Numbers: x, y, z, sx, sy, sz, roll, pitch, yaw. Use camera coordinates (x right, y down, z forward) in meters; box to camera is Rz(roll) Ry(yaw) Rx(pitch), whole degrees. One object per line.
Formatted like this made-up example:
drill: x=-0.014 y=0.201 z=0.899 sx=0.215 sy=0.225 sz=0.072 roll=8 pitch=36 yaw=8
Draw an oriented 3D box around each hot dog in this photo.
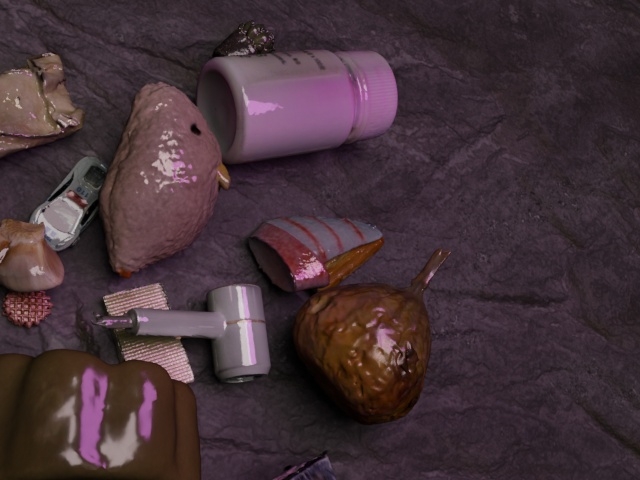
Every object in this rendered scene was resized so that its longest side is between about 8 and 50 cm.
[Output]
hot dog: x=0.051 y=0.044 z=1.753 sx=0.066 sy=0.047 sz=0.215 roll=43 pitch=56 yaw=10

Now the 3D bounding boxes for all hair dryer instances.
hair dryer: x=-0.248 y=0.162 z=1.471 sx=0.357 sy=0.107 sz=0.173 roll=8 pitch=64 yaw=-41

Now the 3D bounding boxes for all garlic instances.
garlic: x=-0.523 y=0.036 z=1.411 sx=0.174 sy=0.099 sz=0.124 roll=5 pitch=39 yaw=1

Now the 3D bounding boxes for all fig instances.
fig: x=0.136 y=0.158 z=1.570 sx=0.368 sy=0.286 sz=0.286 roll=-45 pitch=95 yaw=-6

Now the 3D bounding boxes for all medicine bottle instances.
medicine bottle: x=-0.046 y=-0.289 z=1.728 sx=0.388 sy=0.219 sz=0.219 roll=-14 pitch=78 yaw=-31

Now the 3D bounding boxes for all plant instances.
plant: x=-0.166 y=-0.414 z=1.796 sx=0.092 sy=0.094 sz=0.143 roll=44 pitch=67 yaw=11

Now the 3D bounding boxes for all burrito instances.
burrito: x=-0.589 y=-0.215 z=1.477 sx=0.347 sy=0.107 sz=0.175 roll=-35 pitch=83 yaw=-33

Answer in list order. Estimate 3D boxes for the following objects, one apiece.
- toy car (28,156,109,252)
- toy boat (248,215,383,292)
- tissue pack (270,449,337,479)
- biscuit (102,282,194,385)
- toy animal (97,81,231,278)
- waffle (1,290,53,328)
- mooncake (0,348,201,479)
toy car: x=-0.452 y=-0.067 z=1.520 sx=0.095 sy=0.056 sz=0.205 roll=39 pitch=56 yaw=-10
toy boat: x=0.000 y=0.000 z=1.706 sx=0.282 sy=0.096 sz=0.206 roll=-23 pitch=52 yaw=-34
tissue pack: x=-0.003 y=0.572 z=1.418 sx=0.362 sy=0.122 sz=0.259 roll=67 pitch=20 yaw=10
biscuit: x=-0.314 y=0.182 z=1.505 sx=0.121 sy=0.040 sz=0.200 roll=-13 pitch=75 yaw=-31
toy animal: x=-0.286 y=-0.095 z=1.528 sx=0.226 sy=0.188 sz=0.359 roll=29 pitch=79 yaw=-48
waffle: x=-0.508 y=0.113 z=1.435 sx=0.083 sy=0.029 sz=0.075 roll=40 pitch=58 yaw=-12
mooncake: x=-0.365 y=0.291 z=1.244 sx=0.378 sy=0.378 sz=0.201 roll=9 pitch=62 yaw=-25
